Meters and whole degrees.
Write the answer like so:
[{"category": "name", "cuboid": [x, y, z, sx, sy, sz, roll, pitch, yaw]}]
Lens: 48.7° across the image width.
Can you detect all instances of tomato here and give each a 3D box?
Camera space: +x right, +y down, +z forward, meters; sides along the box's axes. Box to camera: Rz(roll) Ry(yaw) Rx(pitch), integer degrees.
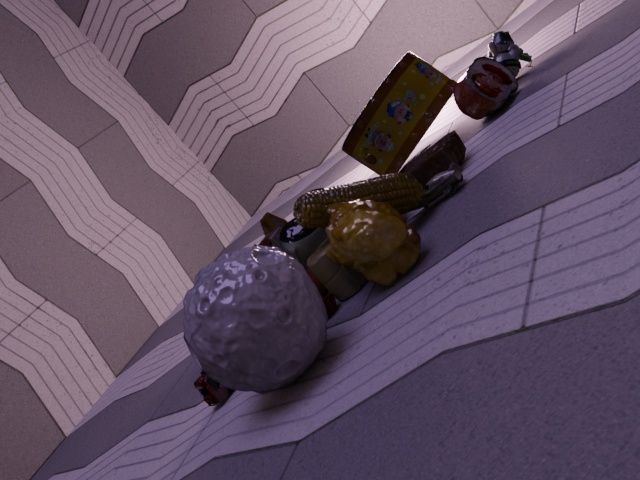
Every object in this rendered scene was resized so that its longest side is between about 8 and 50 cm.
[{"category": "tomato", "cuboid": [0.520, -0.472, 2.284, 0.214, 0.180, 0.155, -41, -9, -37]}]

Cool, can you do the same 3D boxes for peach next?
[{"category": "peach", "cuboid": [0.003, 0.175, 1.828, 0.083, 0.050, 0.077, -28, -6, 22]}]

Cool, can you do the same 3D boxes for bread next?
[{"category": "bread", "cuboid": [0.052, 0.061, 1.859, 0.134, 0.141, 0.148, -28, 18, 47]}]

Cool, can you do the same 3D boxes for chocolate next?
[{"category": "chocolate", "cuboid": [0.335, -0.221, 2.086, 0.214, 0.093, 0.148, -34, 15, 37]}]

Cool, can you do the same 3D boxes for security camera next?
[{"category": "security camera", "cuboid": [-0.020, -0.020, 2.185, 0.197, 0.191, 0.277, -4, 35, 32]}]

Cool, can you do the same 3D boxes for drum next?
[{"category": "drum", "cuboid": [0.275, -0.425, 2.445, 0.431, 0.214, 0.431, -54, -3, -4]}]

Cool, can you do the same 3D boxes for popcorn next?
[{"category": "popcorn", "cuboid": [0.118, -0.011, 1.693, 0.190, 0.253, 0.191, 81, -151, -49]}]

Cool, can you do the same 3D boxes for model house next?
[{"category": "model house", "cuboid": [-0.168, 0.028, 2.542, 0.136, 0.219, 0.207, -55, 15, -28]}]

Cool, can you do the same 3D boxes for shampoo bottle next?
[{"category": "shampoo bottle", "cuboid": [-0.026, 0.140, 1.986, 0.085, 0.085, 0.244, -35, 14, 29]}]

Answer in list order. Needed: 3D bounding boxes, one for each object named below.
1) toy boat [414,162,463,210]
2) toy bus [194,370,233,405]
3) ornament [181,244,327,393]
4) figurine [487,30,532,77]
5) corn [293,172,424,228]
[{"category": "toy boat", "cuboid": [0.303, -0.131, 1.930, 0.210, 0.066, 0.084, -35, 12, 32]}, {"category": "toy bus", "cuboid": [-0.245, 0.341, 1.934, 0.235, 0.096, 0.073, -48, 11, -35]}, {"category": "ornament", "cuboid": [-0.155, 0.186, 1.610, 0.337, 0.337, 0.337, -40, 12, 10]}, {"category": "figurine", "cuboid": [0.624, -0.609, 2.389, 0.147, 0.193, 0.126, -4, -1, -38]}, {"category": "corn", "cuboid": [0.106, -0.102, 1.858, 0.363, 0.121, 0.120, -12, 5, -15]}]
